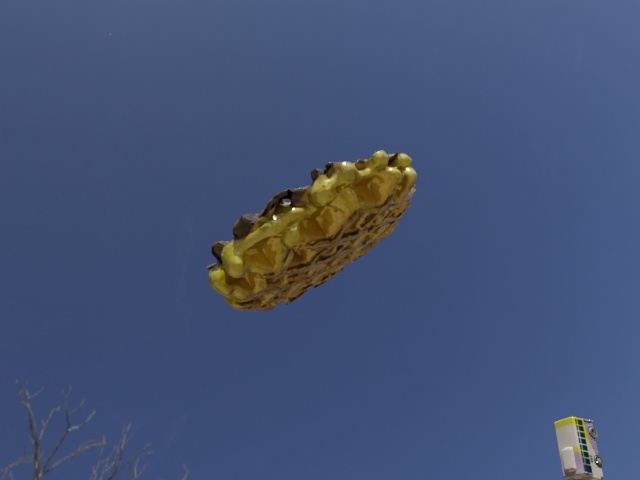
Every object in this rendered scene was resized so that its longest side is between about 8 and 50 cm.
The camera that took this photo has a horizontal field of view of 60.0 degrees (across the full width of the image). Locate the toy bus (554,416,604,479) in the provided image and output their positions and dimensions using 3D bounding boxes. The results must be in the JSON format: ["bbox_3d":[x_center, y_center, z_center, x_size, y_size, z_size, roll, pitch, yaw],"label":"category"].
[{"bbox_3d":[0.438,0.358,0.942,0.058,0.102,0.052,18,-36,-17],"label":"toy bus"}]

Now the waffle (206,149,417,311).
[{"bbox_3d":[0.000,0.000,0.905,0.380,0.382,0.095,-33,-105,-3],"label":"waffle"}]
